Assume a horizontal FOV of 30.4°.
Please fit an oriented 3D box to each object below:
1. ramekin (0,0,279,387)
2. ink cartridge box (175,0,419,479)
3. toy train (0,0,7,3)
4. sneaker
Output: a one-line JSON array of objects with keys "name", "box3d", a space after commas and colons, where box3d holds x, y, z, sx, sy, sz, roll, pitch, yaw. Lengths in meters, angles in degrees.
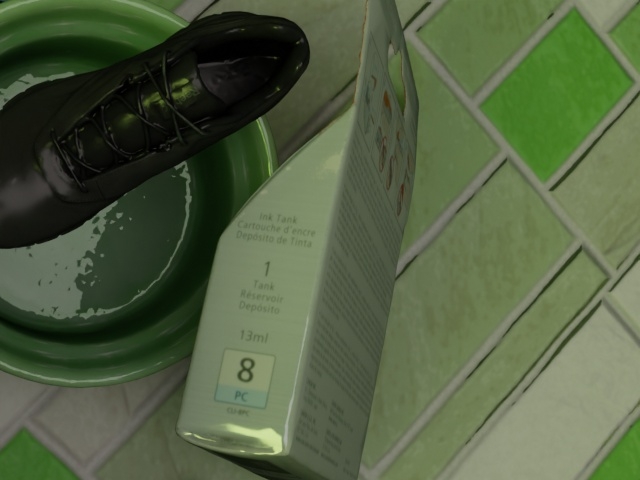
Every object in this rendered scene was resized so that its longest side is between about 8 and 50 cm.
[{"name": "ramekin", "box3d": [-0.198, -0.040, 0.958, 0.303, 0.148, 0.303, 0, 90, -20]}, {"name": "ink cartridge box", "box3d": [0.000, 0.000, 0.963, 0.091, 0.308, 0.385, 7, 75, 13]}, {"name": "toy train", "box3d": [-0.280, -0.266, 0.969, 0.105, 0.080, 0.184, 11, 86, -14]}, {"name": "sneaker", "box3d": [-0.132, -0.089, 0.835, 0.286, 0.130, 0.109, -35, 103, -16]}]
